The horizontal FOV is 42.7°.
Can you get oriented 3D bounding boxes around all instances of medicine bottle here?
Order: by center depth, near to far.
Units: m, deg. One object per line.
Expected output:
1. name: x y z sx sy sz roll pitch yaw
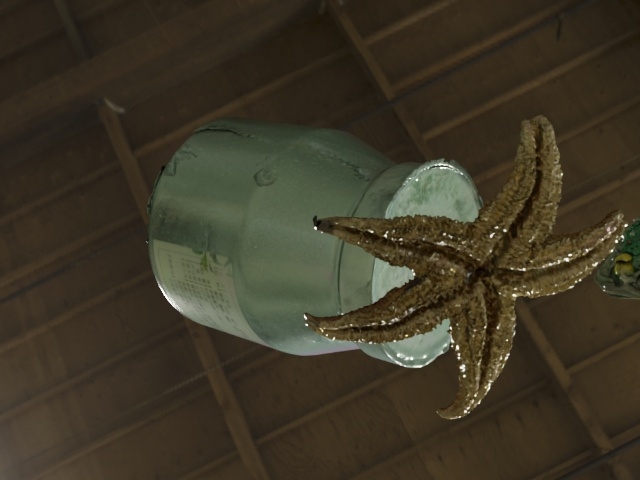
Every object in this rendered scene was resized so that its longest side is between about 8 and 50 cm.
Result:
1. medicine bottle: 0.000 0.000 0.852 0.290 0.245 0.245 11 -109 42

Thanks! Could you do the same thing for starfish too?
1. starfish: 0.102 0.026 0.568 0.227 0.240 0.043 0 -154 -7

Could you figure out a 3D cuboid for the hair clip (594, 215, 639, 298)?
1. hair clip: 0.440 0.036 0.826 0.321 0.091 0.138 21 -125 39
